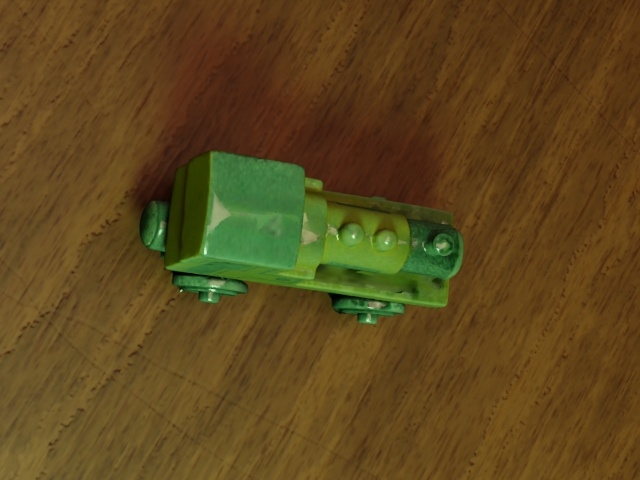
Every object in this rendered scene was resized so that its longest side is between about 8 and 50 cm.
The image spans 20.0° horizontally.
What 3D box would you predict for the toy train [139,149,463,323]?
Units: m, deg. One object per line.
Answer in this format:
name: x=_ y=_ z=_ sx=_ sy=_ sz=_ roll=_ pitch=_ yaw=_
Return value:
toy train: x=0.000 y=0.000 z=1.953 sx=0.369 sy=0.237 sz=0.150 roll=8 pitch=81 yaw=-24
